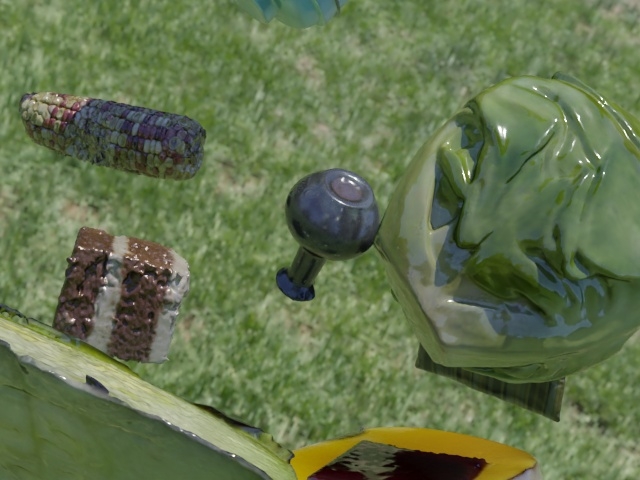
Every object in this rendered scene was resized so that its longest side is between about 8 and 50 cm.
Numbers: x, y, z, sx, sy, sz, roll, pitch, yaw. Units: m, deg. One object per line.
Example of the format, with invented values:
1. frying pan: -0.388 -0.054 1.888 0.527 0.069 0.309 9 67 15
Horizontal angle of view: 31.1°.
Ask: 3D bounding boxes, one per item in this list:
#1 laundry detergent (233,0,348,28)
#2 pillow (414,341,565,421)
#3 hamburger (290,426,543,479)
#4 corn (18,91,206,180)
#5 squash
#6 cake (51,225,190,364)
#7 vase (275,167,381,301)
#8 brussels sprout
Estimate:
1. laundry detergent: -0.021 -0.438 1.421 0.287 0.305 0.287 45 -1 1
2. pillow: 0.212 0.142 1.424 0.203 0.113 0.038 20 29 29
3. hamburger: 0.067 0.245 0.931 0.227 0.151 0.295 3 1 36
4. corn: -0.297 -0.151 1.609 0.289 0.098 0.098 13 23 16
5. squash: -0.114 0.060 0.552 0.237 0.204 0.155 27 47 5
6. cake: -0.239 0.069 1.384 0.147 0.135 0.134 16 11 -9
7. vase: 0.000 0.000 1.413 0.120 0.183 0.120 16 40 -14
8. brussels sprout: 0.216 -0.018 1.202 0.328 0.328 0.247 40 -12 29
